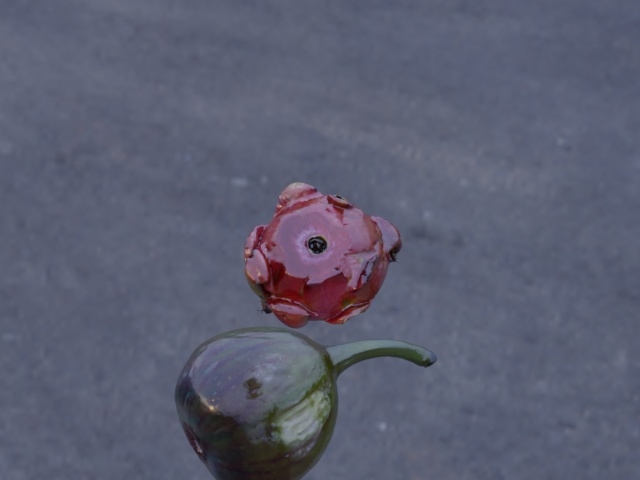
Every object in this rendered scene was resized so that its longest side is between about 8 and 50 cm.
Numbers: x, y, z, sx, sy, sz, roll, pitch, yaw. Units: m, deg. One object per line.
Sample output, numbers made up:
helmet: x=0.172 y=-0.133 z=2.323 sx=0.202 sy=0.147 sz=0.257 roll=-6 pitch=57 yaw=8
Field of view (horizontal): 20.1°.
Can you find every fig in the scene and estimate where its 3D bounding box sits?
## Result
fig: x=-0.006 y=0.128 z=1.604 sx=0.245 sy=0.149 sz=0.149 roll=-23 pitch=40 yaw=-18

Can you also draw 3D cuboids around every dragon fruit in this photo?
dragon fruit: x=0.000 y=0.004 z=1.310 sx=0.112 sy=0.068 sz=0.126 roll=31 pitch=56 yaw=34
